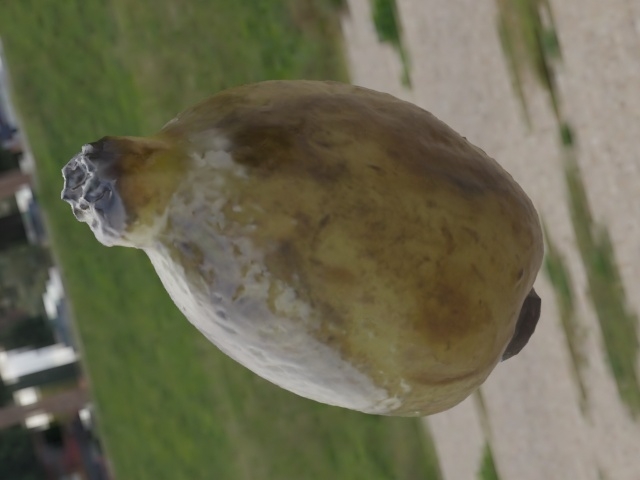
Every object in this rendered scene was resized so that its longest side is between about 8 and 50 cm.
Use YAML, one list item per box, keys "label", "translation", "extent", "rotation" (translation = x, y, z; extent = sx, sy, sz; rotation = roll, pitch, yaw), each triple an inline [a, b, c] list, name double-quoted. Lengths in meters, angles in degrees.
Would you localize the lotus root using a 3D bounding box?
- label: "lotus root"
  translation: [0.000, 0.000, 0.759]
  extent: [0.138, 0.214, 0.138]
  rotation: [-19, 65, 48]
